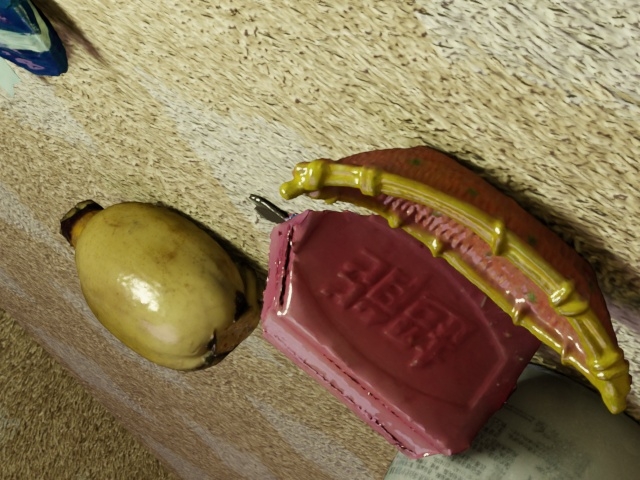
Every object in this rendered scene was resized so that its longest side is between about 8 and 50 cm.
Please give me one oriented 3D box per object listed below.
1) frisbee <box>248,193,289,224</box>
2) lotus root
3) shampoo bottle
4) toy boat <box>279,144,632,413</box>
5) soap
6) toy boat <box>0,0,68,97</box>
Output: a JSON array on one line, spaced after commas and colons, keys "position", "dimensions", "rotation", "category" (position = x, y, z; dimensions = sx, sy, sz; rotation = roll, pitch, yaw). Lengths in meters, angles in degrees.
[{"position": [0.000, 0.000, 1.699], "dimensions": [0.187, 0.012, 0.211], "rotation": [32, 164, 21], "category": "frisbee"}, {"position": [-0.210, 0.038, 2.005], "dimensions": [0.310, 0.183, 0.183], "rotation": [35, 166, 29], "category": "lotus root"}, {"position": [0.188, 0.278, 1.612], "dimensions": [0.273, 0.266, 0.273], "rotation": [35, 165, 11], "category": "shampoo bottle"}, {"position": [0.124, 0.012, 1.306], "dimensions": [0.318, 0.099, 0.141], "rotation": [34, 168, 2], "category": "toy boat"}, {"position": [0.057, 0.069, 1.486], "dimensions": [0.250, 0.162, 0.099], "rotation": [39, 164, -9], "category": "soap"}, {"position": [-0.362, -0.236, 1.713], "dimensions": [0.210, 0.070, 0.291], "rotation": [44, 166, -16], "category": "toy boat"}]
